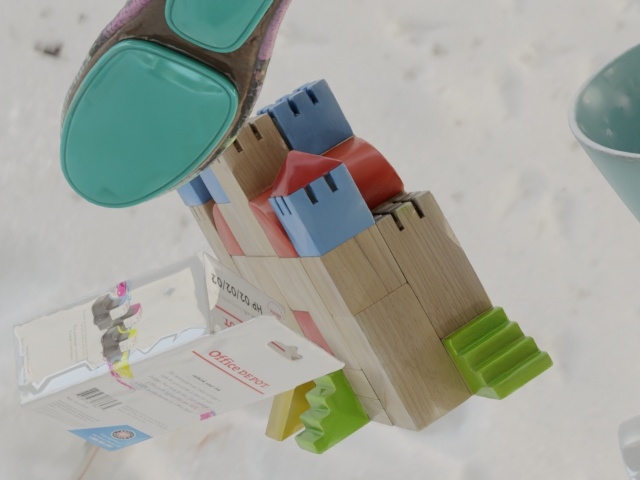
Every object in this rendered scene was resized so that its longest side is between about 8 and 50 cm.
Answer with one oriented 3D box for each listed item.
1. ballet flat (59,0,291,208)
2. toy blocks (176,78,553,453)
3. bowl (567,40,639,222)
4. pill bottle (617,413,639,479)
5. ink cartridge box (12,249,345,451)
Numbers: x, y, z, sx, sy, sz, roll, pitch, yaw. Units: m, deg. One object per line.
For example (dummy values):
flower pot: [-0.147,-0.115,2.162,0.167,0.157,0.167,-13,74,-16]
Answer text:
ballet flat: [-0.051,-0.099,0.787,0.077,0.221,0.079,26,49,-8]
toy blocks: [0.000,0.000,1.399,0.191,0.381,0.261,-32,99,-16]
bowl: [0.393,-0.082,1.641,0.312,0.311,0.163,-31,118,-24]
pill bottle: [0.373,0.158,1.549,0.221,0.121,0.121,-27,77,22]
ink cartridge box: [-0.088,0.066,1.143,0.181,0.104,0.061,-21,59,21]
